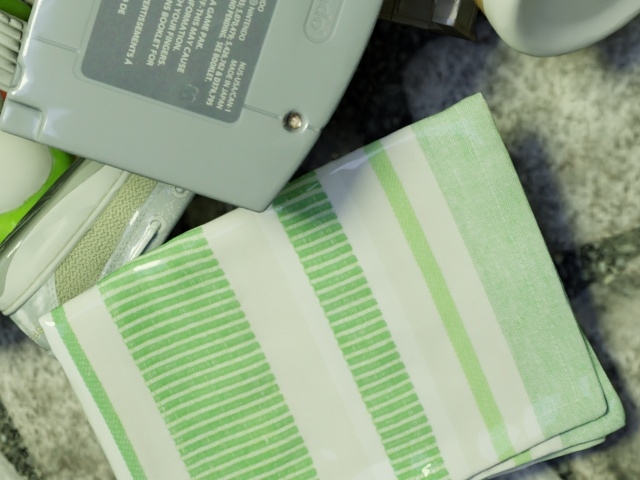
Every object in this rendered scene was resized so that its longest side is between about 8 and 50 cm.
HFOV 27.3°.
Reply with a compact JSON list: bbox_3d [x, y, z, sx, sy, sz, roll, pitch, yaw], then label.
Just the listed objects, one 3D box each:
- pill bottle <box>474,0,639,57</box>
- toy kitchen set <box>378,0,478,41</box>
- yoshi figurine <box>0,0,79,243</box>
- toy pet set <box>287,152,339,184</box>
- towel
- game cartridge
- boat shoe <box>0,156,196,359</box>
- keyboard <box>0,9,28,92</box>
[{"bbox_3d":[0.116,-0.237,0.837,0.131,0.131,0.229,-40,57,17],"label":"pill bottle"},{"bbox_3d":[0.070,-0.183,0.906,0.083,0.075,0.068,16,95,17],"label":"toy kitchen set"},{"bbox_3d":[-0.316,-0.075,1.004,0.203,0.203,0.362,-39,79,25],"label":"yoshi figurine"},{"bbox_3d":[0.000,0.000,0.942,0.114,0.065,0.122,10,73,11],"label":"toy pet set"},{"bbox_3d":[0.009,0.083,0.870,0.325,0.038,0.248,-25,99,3],"label":"towel"},{"bbox_3d":[-0.055,-0.175,0.786,0.196,0.060,0.294,18,96,-5],"label":"game cartridge"},{"bbox_3d":[-0.100,-0.054,0.929,0.103,0.118,0.320,45,75,-14],"label":"boat shoe"},{"bbox_3d":[-0.258,-0.150,0.953,0.014,0.256,0.072,-42,38,36],"label":"keyboard"}]
